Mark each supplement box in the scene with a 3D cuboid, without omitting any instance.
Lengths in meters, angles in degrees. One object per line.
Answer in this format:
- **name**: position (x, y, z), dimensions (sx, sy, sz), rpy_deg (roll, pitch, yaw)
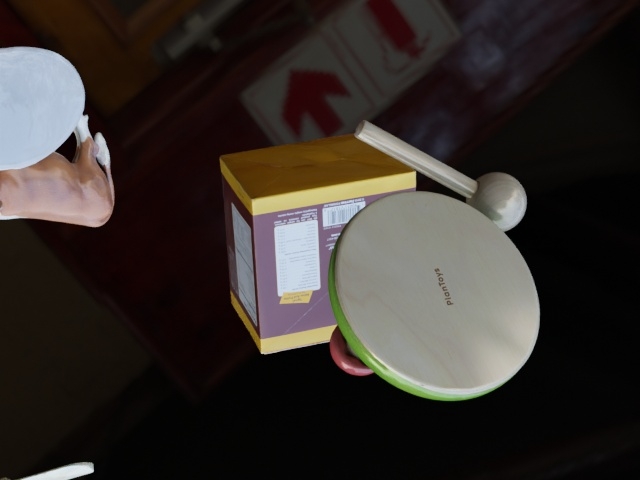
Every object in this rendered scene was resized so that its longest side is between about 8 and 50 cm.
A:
- **supplement box**: position (0.000, 0.000, 1.799), dimensions (0.191, 0.194, 0.129), rpy_deg (-10, -152, -16)

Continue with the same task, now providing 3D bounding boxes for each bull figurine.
- **bull figurine**: position (-0.426, -0.103, 2.287), dimensions (0.101, 0.310, 0.188), rpy_deg (-9, -102, 41)

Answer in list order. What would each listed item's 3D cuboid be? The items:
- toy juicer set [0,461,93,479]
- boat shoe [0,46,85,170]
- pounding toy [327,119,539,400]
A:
- **toy juicer set**: position (-0.453, 0.343, 1.944), dimensions (0.209, 0.089, 0.329), rpy_deg (-22, 168, 33)
- **boat shoe**: position (-0.294, -0.081, 1.163), dimensions (0.258, 0.095, 0.084), rpy_deg (-23, -159, -39)
- **pounding toy**: position (0.079, 0.041, 1.338), dimensions (0.110, 0.183, 0.237), rpy_deg (128, -26, -53)
